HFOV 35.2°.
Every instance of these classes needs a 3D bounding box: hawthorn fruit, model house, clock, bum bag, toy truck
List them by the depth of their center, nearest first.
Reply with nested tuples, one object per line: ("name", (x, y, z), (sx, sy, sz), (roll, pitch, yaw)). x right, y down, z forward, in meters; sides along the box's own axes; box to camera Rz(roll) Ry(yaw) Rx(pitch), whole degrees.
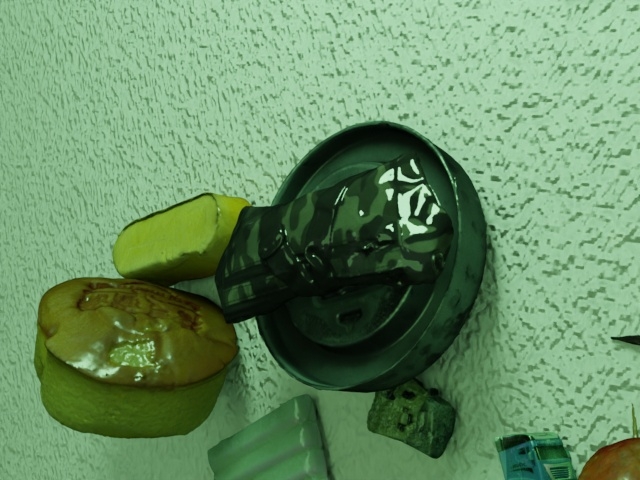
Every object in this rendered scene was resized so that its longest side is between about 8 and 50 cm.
("hawthorn fruit", (0.290, 0.235, 0.903), (0.125, 0.140, 0.125), (8, 119, 15))
("toy truck", (0.180, 0.252, 1.041), (0.175, 0.067, 0.081), (-33, 60, 42))
("bum bag", (0.000, 0.000, 1.079), (0.340, 0.095, 0.144), (-15, 67, 44))
("model house", (0.105, 0.190, 1.111), (0.083, 0.066, 0.078), (18, 86, 43))
("clock", (0.048, 0.019, 1.134), (0.313, 0.061, 0.312), (-18, 63, 40))

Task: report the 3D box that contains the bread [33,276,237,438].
("bread", (-0.246, 0.144, 1.325), (0.270, 0.270, 0.148), (36, 122, 39))

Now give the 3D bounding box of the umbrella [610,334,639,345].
("umbrella", (0.323, 0.096, 0.937), (0.122, 0.022, 0.013), (5, 118, 55))

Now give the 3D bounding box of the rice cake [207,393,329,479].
("rice cake", (-0.063, 0.313, 1.292), (0.198, 0.037, 0.189), (-27, 69, 40))

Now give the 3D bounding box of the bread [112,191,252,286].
("bread", (-0.186, 0.000, 1.392), (0.245, 0.094, 0.102), (-18, 67, 42))
